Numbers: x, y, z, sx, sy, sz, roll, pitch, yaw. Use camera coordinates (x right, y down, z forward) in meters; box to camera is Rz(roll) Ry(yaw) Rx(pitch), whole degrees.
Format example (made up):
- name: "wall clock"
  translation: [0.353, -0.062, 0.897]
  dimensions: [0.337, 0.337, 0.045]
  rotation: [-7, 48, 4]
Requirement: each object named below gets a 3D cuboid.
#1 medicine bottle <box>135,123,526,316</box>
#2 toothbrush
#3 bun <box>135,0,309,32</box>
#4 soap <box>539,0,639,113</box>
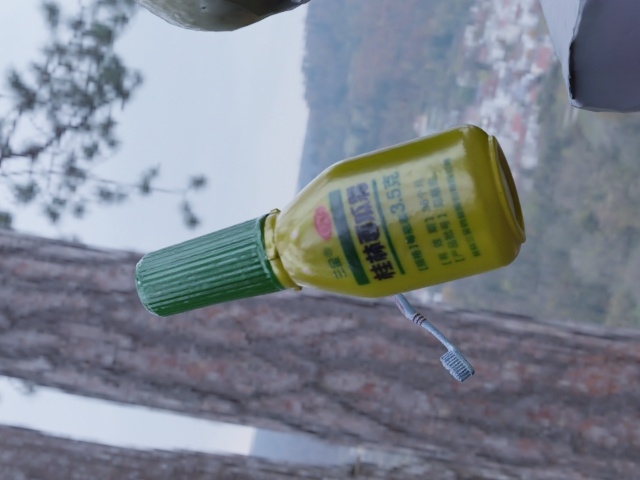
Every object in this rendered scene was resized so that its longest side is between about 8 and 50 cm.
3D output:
- name: "medicine bottle"
  translation: [0.000, 0.000, 0.785]
  dimensions: [0.064, 0.260, 0.095]
  rotation: [-44, -63, -68]
- name: "toothbrush"
  translation: [0.063, 0.050, 1.031]
  dimensions: [0.019, 0.193, 0.013]
  rotation: [-37, -24, -15]
- name: "bun"
  translation: [-0.038, -0.245, 0.768]
  dimensions: [0.273, 0.168, 0.273]
  rotation: [-42, -3, -3]
- name: "soap"
  translation: [0.301, -0.190, 0.851]
  dimensions: [0.296, 0.285, 0.107]
  rotation: [-85, -11, -62]
